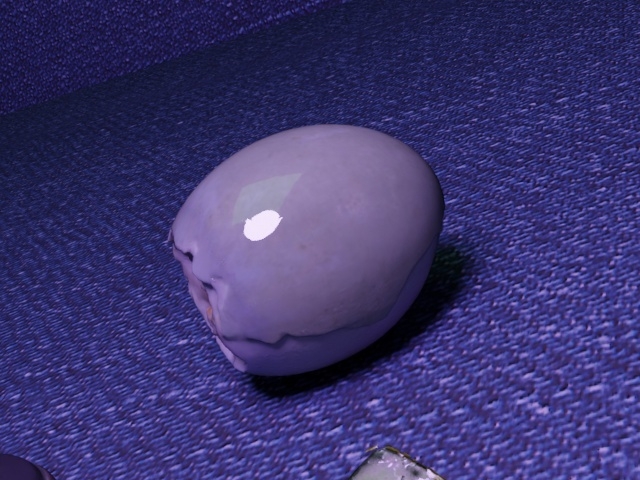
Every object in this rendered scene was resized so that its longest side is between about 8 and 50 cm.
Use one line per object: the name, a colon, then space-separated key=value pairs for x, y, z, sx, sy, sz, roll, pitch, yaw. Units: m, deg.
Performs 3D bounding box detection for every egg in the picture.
egg: x=0.000 y=0.000 z=0.892 sx=0.217 sy=0.183 sz=0.183 roll=-27 pitch=21 yaw=-13

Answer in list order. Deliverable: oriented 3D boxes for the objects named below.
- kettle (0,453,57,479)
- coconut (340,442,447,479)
kettle: x=-0.125 y=0.200 z=0.444 sx=0.202 sy=0.232 sz=0.144 roll=-17 pitch=20 yaw=17
coconut: x=0.039 y=0.169 z=0.606 sx=0.133 sy=0.055 sz=0.158 roll=-24 pitch=19 yaw=0
